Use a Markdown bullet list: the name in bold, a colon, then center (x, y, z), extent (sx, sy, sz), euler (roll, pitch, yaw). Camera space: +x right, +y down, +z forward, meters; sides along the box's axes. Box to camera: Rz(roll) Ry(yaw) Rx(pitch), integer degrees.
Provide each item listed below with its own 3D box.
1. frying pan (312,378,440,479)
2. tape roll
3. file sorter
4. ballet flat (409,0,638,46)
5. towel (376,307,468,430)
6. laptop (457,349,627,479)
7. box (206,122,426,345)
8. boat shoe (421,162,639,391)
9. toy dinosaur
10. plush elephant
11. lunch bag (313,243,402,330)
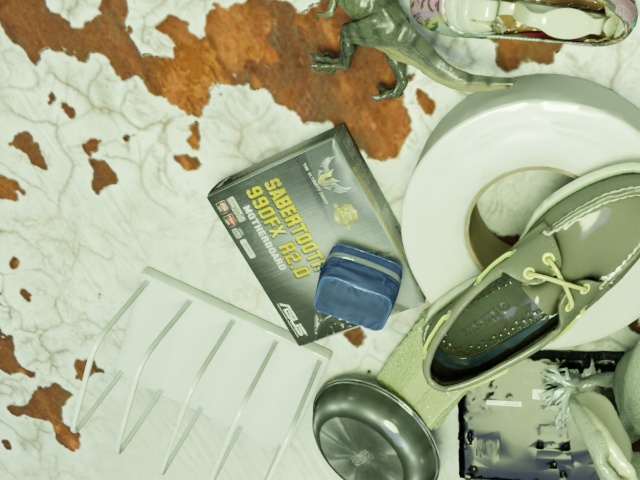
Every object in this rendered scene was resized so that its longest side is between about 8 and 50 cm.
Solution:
- **frying pan**: center (0.093, 0.329, 1.080), extent (0.197, 0.053, 0.326), euler (-13, 109, 42)
- **tape roll**: center (0.231, -0.027, 0.851), extent (0.286, 0.100, 0.286), euler (7, 119, 12)
- **file sorter**: center (-0.161, 0.204, 1.047), extent (0.277, 0.173, 0.193), euler (25, 120, 3)
- **ballet flat**: center (0.193, -0.224, 0.770), extent (0.221, 0.079, 0.077), euler (9, 120, 12)
- **towel**: center (0.138, 0.163, 1.001), extent (0.110, 0.027, 0.148), euler (44, 125, 18)
- **laptop**: center (0.303, 0.265, 1.035), extent (0.234, 0.136, 0.264), euler (-1, 91, 16)
- **box**: center (0.000, 0.000, 0.958), extent (0.183, 0.056, 0.231), euler (-21, 110, 25)
- **boat shoe**: center (0.215, 0.047, 0.783), extent (0.109, 0.091, 0.305), euler (42, 120, -7)
- **toy dinosaur**: center (0.060, -0.204, 0.818), extent (0.268, 0.064, 0.118), euler (40, 137, 3)
- **plush elephant**: center (0.371, 0.216, 0.790), extent (0.330, 0.255, 0.272), euler (-16, 125, 29)
- **lunch bag**: center (0.040, 0.049, 0.903), extent (0.098, 0.065, 0.067), euler (21, 136, 3)
